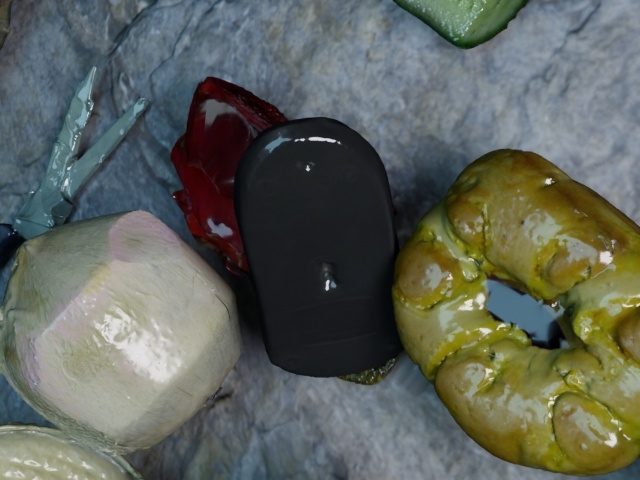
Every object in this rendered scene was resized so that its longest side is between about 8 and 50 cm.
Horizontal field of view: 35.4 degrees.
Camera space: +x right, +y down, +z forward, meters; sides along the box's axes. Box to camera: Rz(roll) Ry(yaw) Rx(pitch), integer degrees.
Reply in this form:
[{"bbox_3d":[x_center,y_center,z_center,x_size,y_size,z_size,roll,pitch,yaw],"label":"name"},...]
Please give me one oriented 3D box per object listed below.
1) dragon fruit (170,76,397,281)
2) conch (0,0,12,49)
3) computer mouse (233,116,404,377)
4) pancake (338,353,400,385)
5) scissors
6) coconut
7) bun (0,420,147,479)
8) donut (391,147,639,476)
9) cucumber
[{"bbox_3d":[-0.071,-0.067,0.988,0.163,0.189,0.261,-40,55,-11],"label":"dragon fruit"},{"bbox_3d":[-0.471,-0.291,1.279,0.291,0.159,0.210,160,101,-71],"label":"conch"},{"bbox_3d":[0.000,0.000,0.871,0.137,0.270,0.086,-10,35,1],"label":"computer mouse"},{"bbox_3d":[0.036,0.090,0.960,0.108,0.017,0.108,-2,86,34],"label":"pancake"},{"bbox_3d":[-0.332,-0.034,1.219,0.256,0.029,0.383,43,106,27],"label":"scissors"},{"bbox_3d":[-0.208,0.085,0.990,0.230,0.227,0.227,44,113,-9],"label":"coconut"},{"bbox_3d":[-0.323,0.372,1.007,0.202,0.364,0.364,-48,55,57],"label":"bun"},{"bbox_3d":[0.179,0.061,0.799,0.208,0.128,0.261,-48,61,21],"label":"donut"},{"bbox_3d":[0.132,-0.246,0.912,0.115,0.062,0.116,44,115,32],"label":"cucumber"}]
